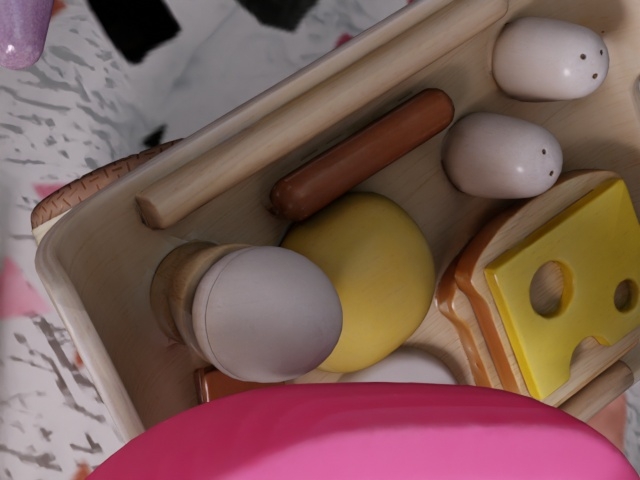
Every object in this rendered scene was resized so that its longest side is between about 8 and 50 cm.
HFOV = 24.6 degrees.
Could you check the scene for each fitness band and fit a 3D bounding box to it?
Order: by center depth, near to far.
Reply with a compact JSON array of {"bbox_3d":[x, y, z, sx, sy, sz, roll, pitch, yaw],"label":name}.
[{"bbox_3d":[0.012,0.152,0.512,0.291,0.054,0.209,5,104,-43],"label":"fitness band"}]

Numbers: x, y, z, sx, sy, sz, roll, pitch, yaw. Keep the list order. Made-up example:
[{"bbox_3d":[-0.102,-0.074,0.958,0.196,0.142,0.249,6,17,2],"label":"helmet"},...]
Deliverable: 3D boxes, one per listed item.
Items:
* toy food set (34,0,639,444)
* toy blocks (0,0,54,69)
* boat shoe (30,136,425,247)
[{"bbox_3d":[0.058,0.029,0.584,0.306,0.092,0.219,-33,114,-24],"label":"toy food set"},{"bbox_3d":[-0.114,-0.179,0.531,0.309,0.288,0.260,-3,63,-32],"label":"toy blocks"},{"bbox_3d":[0.004,-0.002,0.641,0.257,0.095,0.095,-13,82,-32],"label":"boat shoe"}]
